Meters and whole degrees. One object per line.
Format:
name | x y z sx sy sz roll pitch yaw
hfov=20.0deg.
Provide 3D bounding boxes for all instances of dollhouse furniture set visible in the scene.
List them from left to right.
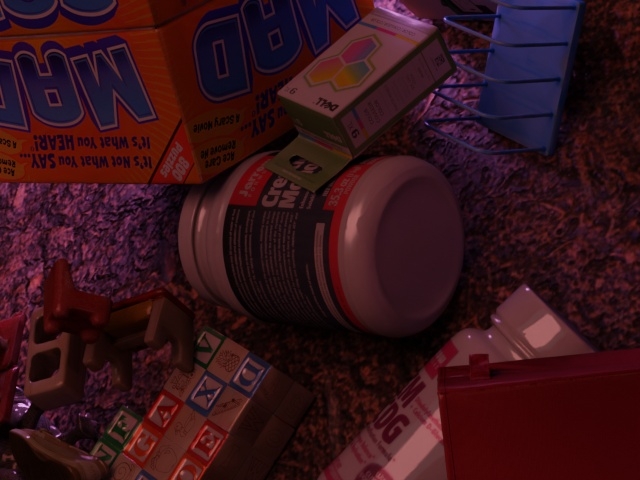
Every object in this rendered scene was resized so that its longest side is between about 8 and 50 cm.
dollhouse furniture set | -0.345 0.085 2.032 0.374 0.201 0.152 -19 51 26

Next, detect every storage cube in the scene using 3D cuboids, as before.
storage cube | 0.205 0.198 1.557 0.193 0.183 0.215 -6 91 4

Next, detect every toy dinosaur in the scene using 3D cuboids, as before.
toy dinosaur | -0.358 0.274 2.142 0.160 0.121 0.313 -31 51 36

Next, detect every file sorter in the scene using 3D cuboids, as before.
file sorter | 0.189 -0.185 1.924 0.118 0.104 0.170 32 120 46

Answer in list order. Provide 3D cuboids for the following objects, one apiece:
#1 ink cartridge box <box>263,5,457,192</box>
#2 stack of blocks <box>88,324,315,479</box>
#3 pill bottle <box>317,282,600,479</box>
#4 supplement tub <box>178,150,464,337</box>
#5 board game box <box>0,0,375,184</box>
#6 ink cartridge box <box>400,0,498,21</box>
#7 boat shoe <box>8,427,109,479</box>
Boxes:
ink cartridge box | 0.029 -0.150 1.891 0.209 0.062 0.109 -41 36 -15
stack of blocks | -0.158 0.248 1.993 0.171 0.087 0.297 28 82 46
pill bottle | 0.145 0.187 1.735 0.283 0.160 0.160 -46 44 5
supplement tub | 0.000 0.000 1.950 0.272 0.191 0.191 4 66 40
board game box | -0.198 -0.295 2.081 0.356 0.356 0.356 2 25 40
ink cartridge box | 0.199 -0.338 2.074 0.219 0.092 0.160 9 70 42
boat shoe | -0.295 0.242 2.016 0.153 0.048 0.056 13 117 50
